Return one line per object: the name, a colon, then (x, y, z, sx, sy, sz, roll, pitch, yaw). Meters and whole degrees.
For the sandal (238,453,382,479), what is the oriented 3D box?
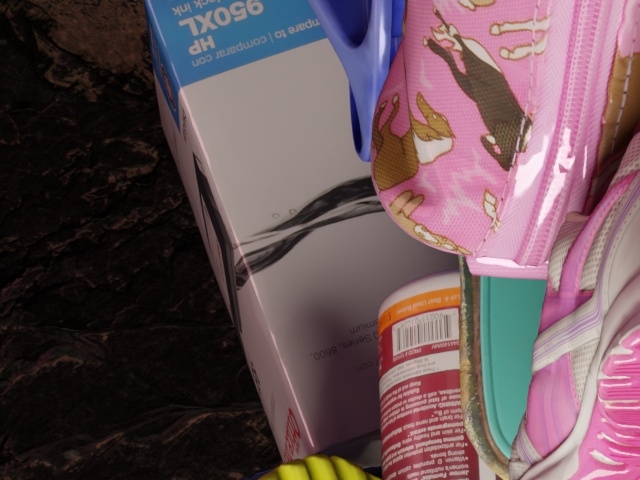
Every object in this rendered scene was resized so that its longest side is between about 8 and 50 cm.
sandal: (0.012, 0.203, 1.240, 0.317, 0.138, 0.126, 7, -111, -54)

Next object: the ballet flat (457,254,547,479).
ballet flat: (0.116, -0.049, 0.961, 0.123, 0.123, 0.348, 121, 149, -85)

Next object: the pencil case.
pencil case: (0.103, -0.154, 0.727, 0.160, 0.167, 0.386, 40, 149, 27)

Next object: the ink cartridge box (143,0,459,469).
ink cartridge box: (0.000, 0.000, 1.542, 0.285, 0.166, 0.395, 94, 156, -71)

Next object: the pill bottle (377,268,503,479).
pill bottle: (0.097, 0.138, 1.162, 0.121, 0.121, 0.221, 96, 174, -67)

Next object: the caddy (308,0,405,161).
caddy: (0.064, -0.208, 1.272, 0.241, 0.179, 0.341, 92, 177, -47)

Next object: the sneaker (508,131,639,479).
sneaker: (0.134, 0.045, 0.753, 0.252, 0.103, 0.111, 107, 168, -59)
